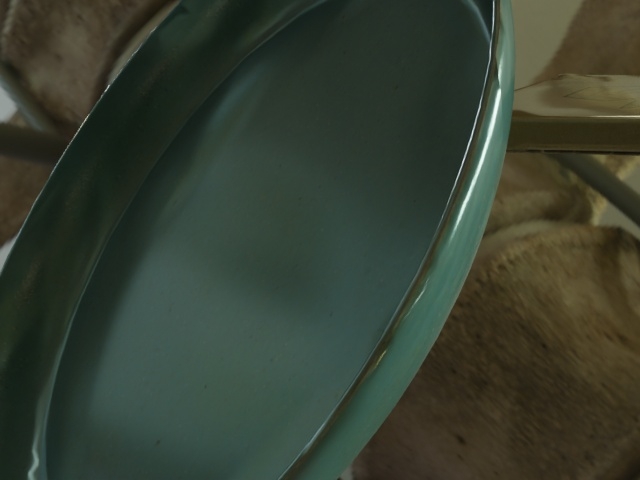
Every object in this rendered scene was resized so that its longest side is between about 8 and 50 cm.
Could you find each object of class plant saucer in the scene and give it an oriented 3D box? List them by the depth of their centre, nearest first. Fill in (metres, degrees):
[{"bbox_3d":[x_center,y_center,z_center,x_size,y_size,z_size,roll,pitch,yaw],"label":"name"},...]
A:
[{"bbox_3d":[-0.040,0.001,0.474,0.317,0.044,0.317,-37,-145,32],"label":"plant saucer"}]

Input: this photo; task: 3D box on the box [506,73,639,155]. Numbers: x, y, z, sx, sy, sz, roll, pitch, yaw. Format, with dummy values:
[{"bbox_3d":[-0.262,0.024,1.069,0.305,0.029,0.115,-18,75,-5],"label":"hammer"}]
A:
[{"bbox_3d":[0.188,-0.068,0.646,0.201,0.164,0.021,4,-74,34],"label":"box"}]
